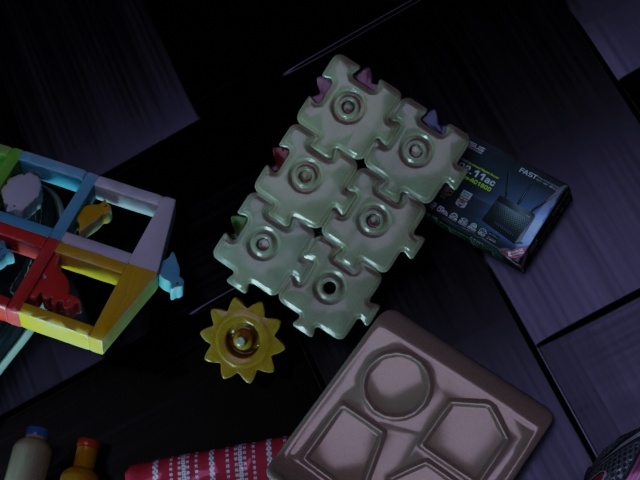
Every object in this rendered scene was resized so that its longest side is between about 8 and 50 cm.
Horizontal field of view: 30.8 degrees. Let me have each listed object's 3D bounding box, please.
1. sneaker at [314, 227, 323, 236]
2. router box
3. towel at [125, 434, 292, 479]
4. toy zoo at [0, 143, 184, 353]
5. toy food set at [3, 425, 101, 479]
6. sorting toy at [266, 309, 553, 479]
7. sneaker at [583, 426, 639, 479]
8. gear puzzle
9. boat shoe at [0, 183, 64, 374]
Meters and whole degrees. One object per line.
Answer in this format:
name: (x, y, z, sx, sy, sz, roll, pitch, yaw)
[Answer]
sneaker: (-0.030, 0.000, 1.196, 0.119, 0.047, 0.057, -7, 82, 16)
router box: (0.172, -0.038, 1.146, 0.122, 0.038, 0.092, 31, 83, 23)
towel: (-0.057, 0.291, 1.114, 0.275, 0.031, 0.198, -12, 68, 11)
toy zoo: (-0.280, 0.005, 1.210, 0.293, 0.030, 0.192, 18, 54, 7)
toy food set: (-0.346, 0.238, 1.179, 0.232, 0.111, 0.104, -1, 60, 18)
sorting toy: (0.083, 0.192, 1.084, 0.193, 0.038, 0.208, 33, 71, 19)
sneaker: (0.248, 0.253, 1.000, 0.299, 0.121, 0.112, -38, 37, 3)
gear puzzle: (0.000, 0.000, 1.155, 0.175, 0.044, 0.339, 33, 97, 6)
boat shoe: (-0.389, 0.079, 1.238, 0.127, 0.113, 0.340, 27, 82, 24)
